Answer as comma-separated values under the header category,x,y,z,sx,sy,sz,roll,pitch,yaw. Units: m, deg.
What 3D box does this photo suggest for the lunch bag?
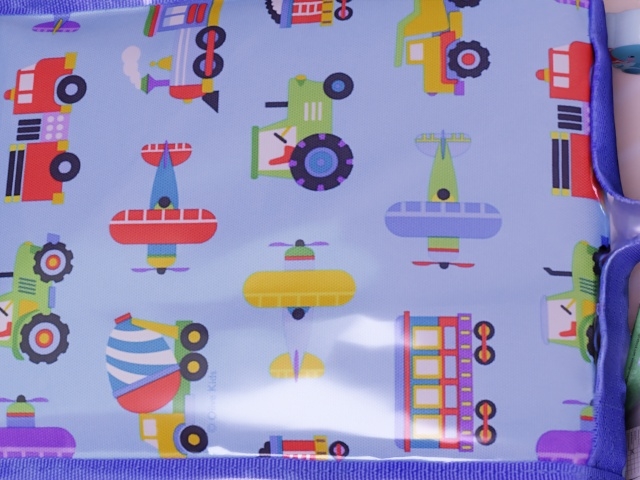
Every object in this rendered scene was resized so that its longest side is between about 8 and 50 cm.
category,x,y,z,sx,sy,sz,roll,pitch,yaw
lunch bag,0.000,0.000,0.576,0.293,0.138,0.221,-5,72,23

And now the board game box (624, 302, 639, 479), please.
category,x,y,z,sx,sy,sz,roll,pitch,yaw
board game box,0.181,0.080,0.533,0.136,0.030,0.259,17,94,28

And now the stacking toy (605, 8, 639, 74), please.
category,x,y,z,sx,sy,sz,roll,pitch,yaw
stacking toy,0.115,-0.090,0.623,0.221,0.052,0.167,-1,79,32
